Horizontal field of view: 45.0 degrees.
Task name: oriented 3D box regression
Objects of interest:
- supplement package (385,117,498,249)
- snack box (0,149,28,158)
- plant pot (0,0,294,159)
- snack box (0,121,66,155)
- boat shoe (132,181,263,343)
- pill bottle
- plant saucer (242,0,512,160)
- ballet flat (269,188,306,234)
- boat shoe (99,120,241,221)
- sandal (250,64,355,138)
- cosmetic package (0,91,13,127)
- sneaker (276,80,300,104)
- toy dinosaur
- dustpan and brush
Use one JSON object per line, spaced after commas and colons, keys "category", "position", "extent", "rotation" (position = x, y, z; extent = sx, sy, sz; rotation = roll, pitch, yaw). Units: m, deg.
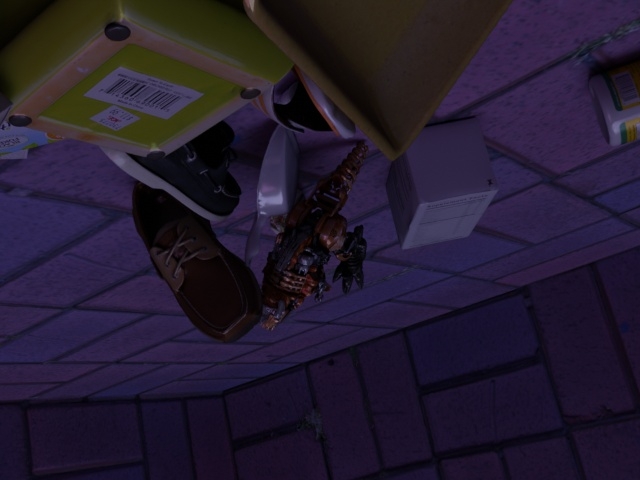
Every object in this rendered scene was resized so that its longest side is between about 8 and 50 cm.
{"category": "supplement package", "position": [0.204, -0.092, 1.349], "extent": [0.138, 0.134, 0.244], "rotation": [-11, 163, -5]}
{"category": "snack box", "position": [-0.462, -0.124, 0.974], "extent": [0.178, 0.022, 0.064], "rotation": [-4, 161, -26]}
{"category": "plant pot", "position": [-0.158, -0.203, 0.641], "extent": [0.227, 0.207, 0.228], "rotation": [-24, 158, 34]}
{"category": "snack box", "position": [-0.377, -0.162, 0.836], "extent": [0.174, 0.070, 0.207], "rotation": [-14, 164, 3]}
{"category": "boat shoe", "position": [-0.205, 0.022, 1.164], "extent": [0.122, 0.324, 0.120], "rotation": [-43, 141, 1]}
{"category": "pill bottle", "position": [0.532, -0.230, 1.185], "extent": [0.208, 0.118, 0.117], "rotation": [-18, 162, 15]}
{"category": "plant saucer", "position": [0.081, -0.263, 0.622], "extent": [0.333, 0.081, 0.332], "rotation": [-55, 155, 3]}
{"category": "ballet flat", "position": [-0.060, -0.042, 1.444], "extent": [0.077, 0.091, 0.241], "rotation": [16, 160, 9]}
{"category": "boat shoe", "position": [-0.170, -0.121, 1.036], "extent": [0.113, 0.127, 0.340], "rotation": [-40, 154, 8]}
{"category": "sandal", "position": [-0.044, -0.164, 0.754], "extent": [0.076, 0.265, 0.102], "rotation": [-34, 132, 4]}
{"category": "cosmetic package", "position": [-0.390, -0.130, 0.532], "extent": [0.296, 0.153, 0.129], "rotation": [43, 139, -15]}
{"category": "sneaker", "position": [0.008, -0.189, 1.069], "extent": [0.152, 0.054, 0.061], "rotation": [3, 172, -33]}
{"category": "toy dinosaur", "position": [0.000, 0.000, 1.242], "extent": [0.322, 0.164, 0.218], "rotation": [-42, 163, 0]}
{"category": "dustpan and brush", "position": [-0.076, -0.061, 1.163], "extent": [0.060, 0.211, 0.147], "rotation": [2, 164, 8]}
